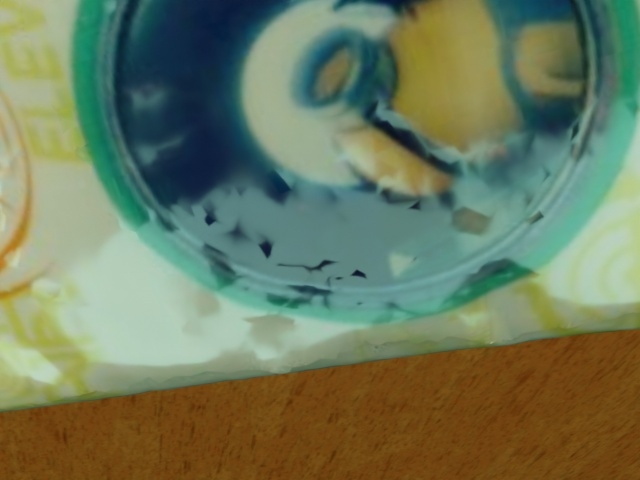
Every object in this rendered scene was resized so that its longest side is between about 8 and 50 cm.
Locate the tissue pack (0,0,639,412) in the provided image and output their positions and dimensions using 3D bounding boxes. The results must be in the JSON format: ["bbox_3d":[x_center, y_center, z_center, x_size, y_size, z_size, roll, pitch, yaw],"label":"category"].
[{"bbox_3d":[-0.010,-0.099,0.573,0.388,0.162,0.287,-9,116,7],"label":"tissue pack"}]
